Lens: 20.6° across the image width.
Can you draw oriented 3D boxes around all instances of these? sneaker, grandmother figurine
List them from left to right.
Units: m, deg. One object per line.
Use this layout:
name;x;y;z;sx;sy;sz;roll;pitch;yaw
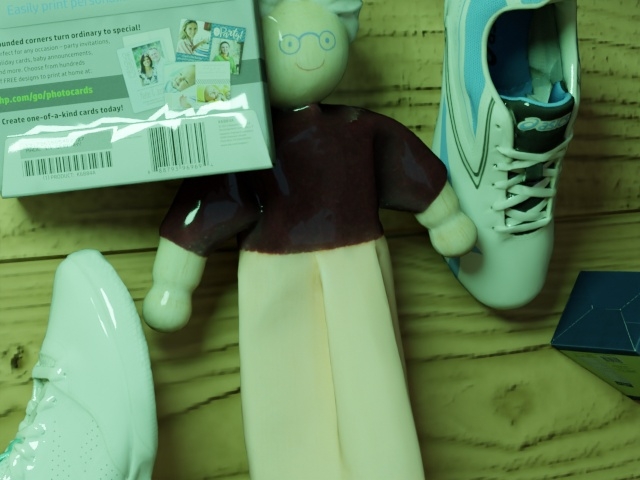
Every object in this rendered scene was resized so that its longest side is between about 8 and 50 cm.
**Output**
sneaker;-0.138;0.112;0.921;0.094;0.080;0.212;-4;92;-20
grandmother figurine;0.000;0.000;0.992;0.208;0.104;0.342;-14;98;-36
sneaker;0.112;-0.057;1.040;0.085;0.086;0.237;-12;120;-17

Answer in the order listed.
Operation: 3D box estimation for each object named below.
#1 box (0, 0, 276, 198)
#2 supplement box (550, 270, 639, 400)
box;-0.105;-0.122;0.923;0.145;0.038;0.186;-7;94;2
supplement box;0.211;0.063;1.130;0.083;0.083;0.056;33;73;-28
